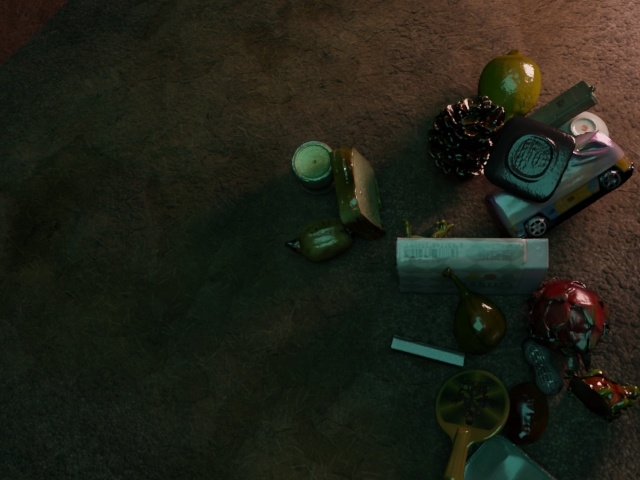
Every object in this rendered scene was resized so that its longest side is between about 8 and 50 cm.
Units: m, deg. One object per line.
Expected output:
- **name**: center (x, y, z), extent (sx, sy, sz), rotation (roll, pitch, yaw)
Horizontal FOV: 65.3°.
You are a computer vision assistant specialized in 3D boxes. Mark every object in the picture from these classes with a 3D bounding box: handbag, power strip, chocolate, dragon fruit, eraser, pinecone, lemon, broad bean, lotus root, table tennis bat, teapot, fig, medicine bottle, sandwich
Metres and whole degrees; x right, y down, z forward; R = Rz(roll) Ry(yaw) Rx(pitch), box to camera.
- **handbag**: center (0.466, 0.672, 1.301), extent (0.269, 0.100, 0.274), rotation (37, 86, 15)
- **power strip**: center (0.690, -0.371, 1.495), extent (0.272, 0.052, 0.078), rotation (-35, 45, 34)
- **chocolate**: center (0.602, 0.338, 1.358), extent (0.072, 0.072, 0.166), rotation (-15, 51, 8)
- **dragon fruit**: center (0.738, 0.403, 1.312), extent (0.175, 0.138, 0.142), rotation (-7, 96, -11)
- **eraser**: center (0.420, 0.076, 1.422), extent (0.397, 0.213, 0.082), rotation (0, 59, 12)
- **pinecone**: center (0.438, -0.304, 1.495), extent (0.244, 0.257, 0.243), rotation (0, 87, 1)
- **lemon**: center (0.580, -0.463, 1.544), extent (0.184, 0.184, 0.248), rotation (7, 85, 14)
- **dragon fruit**: center (0.656, 0.213, 1.321), extent (0.193, 0.192, 0.274), rotation (-51, 30, 32)
- **broad bean**: center (0.551, 0.464, 1.342), extent (0.114, 0.084, 0.165), rotation (11, 71, -3)
- **lotus root**: center (0.000, 0.000, 1.570), extent (0.221, 0.118, 0.125), rotation (-19, 72, 6)
- **table tennis bat**: center (0.389, 0.491, 1.329), extent (0.199, 0.050, 0.320), rotation (1, 51, 39)
- **teapot**: center (0.773, -0.325, 1.510), extent (0.159, 0.116, 0.245), rotation (-28, 65, 15)
- **fig**: center (0.408, 0.188, 1.396), extent (0.151, 0.151, 0.259), rotation (-32, 88, 2)
- **medicine bottle**: center (-0.014, -0.234, 1.625), extent (0.148, 0.143, 0.147), rotation (-2, 78, 8)
- **sandwich**: center (0.112, -0.145, 1.535), extent (0.087, 0.226, 0.251), rotation (-17, 69, 22)

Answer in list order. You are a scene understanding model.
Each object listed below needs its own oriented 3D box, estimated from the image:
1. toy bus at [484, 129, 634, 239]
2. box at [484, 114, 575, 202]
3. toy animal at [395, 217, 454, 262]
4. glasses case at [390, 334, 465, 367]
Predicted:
- **toy bus**: center (0.656, -0.156, 1.402), extent (0.386, 0.171, 0.162), rotation (-34, 97, 9)
- **box**: center (0.558, -0.222, 1.341), extent (0.201, 0.042, 0.212), rotation (27, 88, 23)
- **toy animal**: center (0.321, 0.006, 1.534), extent (0.182, 0.073, 0.136), rotation (2, 83, 0)
- **glasses case**: center (0.309, 0.320, 1.442), extent (0.205, 0.071, 0.047), rotation (12, 74, 16)
